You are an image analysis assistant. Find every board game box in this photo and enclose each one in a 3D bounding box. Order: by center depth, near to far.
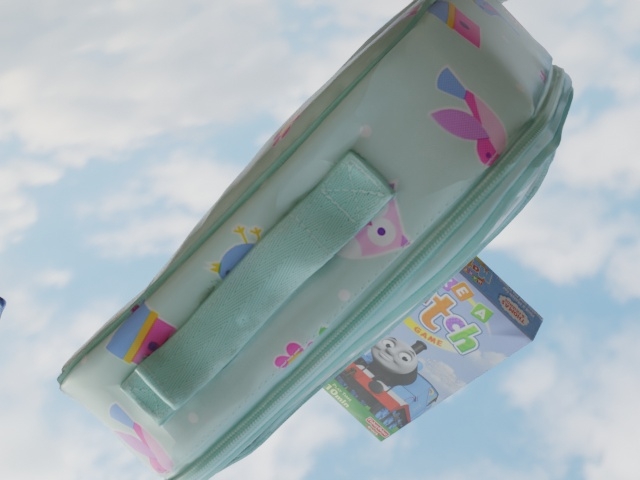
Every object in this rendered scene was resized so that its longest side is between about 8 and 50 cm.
[{"bbox_3d":[0.063,0.072,1.045,0.211,0.160,0.039,-43,-174,41],"label":"board game box"}]

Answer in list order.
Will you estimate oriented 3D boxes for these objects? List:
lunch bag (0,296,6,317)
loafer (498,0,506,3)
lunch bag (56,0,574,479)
[{"bbox_3d":[-0.368,0.185,0.968,0.138,0.293,0.221,9,-178,0],"label":"lunch bag"},{"bbox_3d":[0.244,-0.383,1.390,0.094,0.087,0.251,-13,-142,55],"label":"loafer"},{"bbox_3d":[0.000,0.000,0.610,0.279,0.108,0.224,-46,-175,22],"label":"lunch bag"}]
